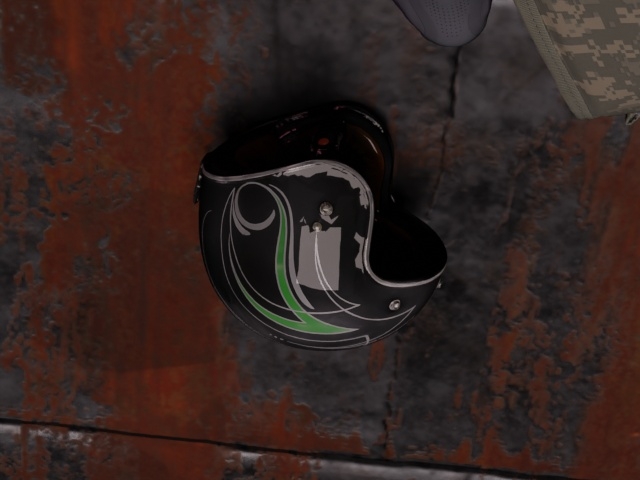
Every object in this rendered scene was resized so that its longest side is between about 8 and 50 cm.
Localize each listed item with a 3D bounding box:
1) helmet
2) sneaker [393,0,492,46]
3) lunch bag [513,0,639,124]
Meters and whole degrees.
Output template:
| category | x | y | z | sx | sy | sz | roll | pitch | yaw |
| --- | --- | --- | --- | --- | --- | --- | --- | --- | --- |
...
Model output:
| category | x | y | z | sx | sy | sz | roll | pitch | yaw |
| --- | --- | --- | --- | --- | --- | --- | --- | --- | --- |
| helmet | 0.000 | 0.000 | 1.147 | 0.169 | 0.169 | 0.162 | -12 | 112 | 14 |
| sneaker | 0.061 | -0.202 | 1.013 | 0.083 | 0.098 | 0.224 | -9 | 128 | 12 |
| lunch bag | 0.230 | -0.198 | 0.937 | 0.235 | 0.169 | 0.287 | -5 | 134 | 26 |
